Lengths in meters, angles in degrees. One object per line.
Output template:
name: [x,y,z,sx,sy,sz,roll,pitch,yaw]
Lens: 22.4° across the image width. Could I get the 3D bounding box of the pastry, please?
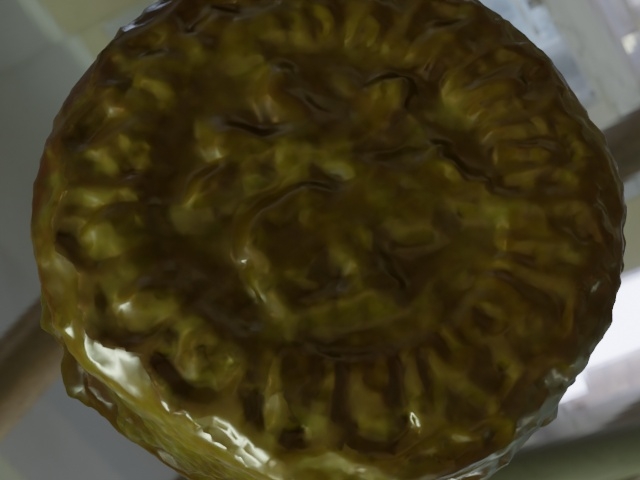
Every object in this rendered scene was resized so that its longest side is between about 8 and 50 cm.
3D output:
pastry: [0.000,0.000,0.521,0.103,0.189,0.189,93,165,-67]
